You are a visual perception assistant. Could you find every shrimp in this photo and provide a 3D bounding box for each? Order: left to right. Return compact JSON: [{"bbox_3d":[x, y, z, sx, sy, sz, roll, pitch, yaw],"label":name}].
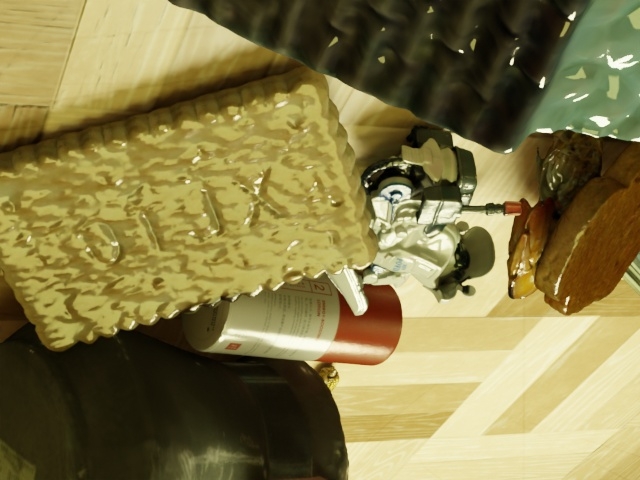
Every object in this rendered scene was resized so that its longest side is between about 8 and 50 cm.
[{"bbox_3d":[0.222,-0.039,1.222,0.068,0.150,0.248,22,139,17],"label":"shrimp"}]

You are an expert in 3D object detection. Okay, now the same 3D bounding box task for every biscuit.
[{"bbox_3d":[-0.124,-0.024,1.105,0.325,0.044,0.217,-17,125,4],"label":"biscuit"},{"bbox_3d":[0.286,-0.026,1.238,0.290,0.041,0.208,-15,136,-56],"label":"biscuit"}]

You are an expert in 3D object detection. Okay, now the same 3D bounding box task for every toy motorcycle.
[{"bbox_3d":[0.101,-0.016,1.218,0.150,0.102,0.221,3,147,-5],"label":"toy motorcycle"}]

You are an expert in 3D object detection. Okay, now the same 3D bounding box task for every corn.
[{"bbox_3d":[0.002,0.175,1.547,0.027,0.028,0.083,-6,152,-25],"label":"corn"}]

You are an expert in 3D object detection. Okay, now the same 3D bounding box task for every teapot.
[{"bbox_3d":[-0.144,0.235,1.293,0.362,0.376,0.305,4,104,-43],"label":"teapot"}]

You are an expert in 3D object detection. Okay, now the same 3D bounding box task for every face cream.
[{"bbox_3d":[-0.027,0.074,1.306,0.214,0.096,0.096,9,141,-35],"label":"face cream"}]

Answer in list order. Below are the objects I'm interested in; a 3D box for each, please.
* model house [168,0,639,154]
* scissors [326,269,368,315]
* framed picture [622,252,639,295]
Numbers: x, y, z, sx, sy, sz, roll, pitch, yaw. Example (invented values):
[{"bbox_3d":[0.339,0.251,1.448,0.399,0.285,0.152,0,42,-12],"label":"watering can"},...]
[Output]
[{"bbox_3d":[0.072,-0.226,0.586,0.339,0.297,0.360,0,145,-13],"label":"model house"},{"bbox_3d":[0.000,0.000,1.199,0.101,0.027,0.204,-8,134,23],"label":"scissors"},{"bbox_3d":[0.477,0.017,1.504,0.232,0.019,0.296,-28,146,21],"label":"framed picture"}]
